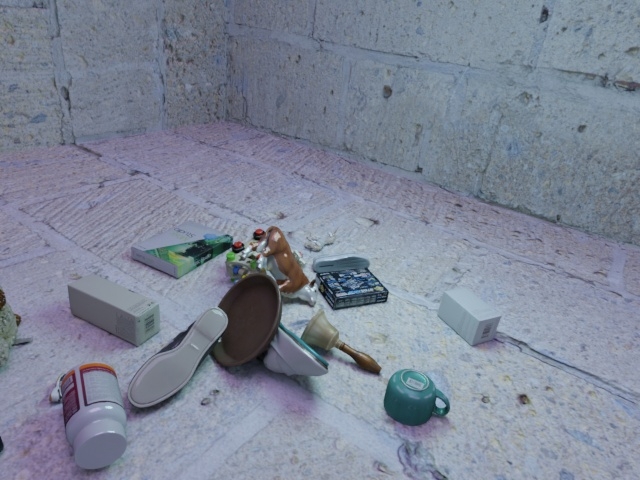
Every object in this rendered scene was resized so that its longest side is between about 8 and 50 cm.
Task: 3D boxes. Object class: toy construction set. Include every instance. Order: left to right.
[{"bbox_3d":[-0.210,0.069,1.685,0.215,0.151,0.327,29,33,36],"label":"toy construction set"}]

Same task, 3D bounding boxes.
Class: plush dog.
[{"bbox_3d":[-0.884,0.180,1.202,0.262,0.226,0.211,14,27,13],"label":"plush dog"}]

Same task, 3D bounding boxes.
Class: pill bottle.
[{"bbox_3d":[-0.501,0.381,1.024,0.121,0.121,0.221,-9,31,-29],"label":"pill bottle"}]

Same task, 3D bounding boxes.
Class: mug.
[{"bbox_3d":[0.250,0.399,1.213,0.157,0.098,0.129,-4,29,-21],"label":"mug"}]

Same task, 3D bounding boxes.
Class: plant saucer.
[{"bbox_3d":[-0.209,0.225,1.316,0.041,0.278,0.278,37,3,-41],"label":"plant saucer"}]

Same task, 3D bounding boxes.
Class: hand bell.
[{"bbox_3d":[0.071,0.318,1.357,0.241,0.126,0.126,31,33,16],"label":"hand bell"}]

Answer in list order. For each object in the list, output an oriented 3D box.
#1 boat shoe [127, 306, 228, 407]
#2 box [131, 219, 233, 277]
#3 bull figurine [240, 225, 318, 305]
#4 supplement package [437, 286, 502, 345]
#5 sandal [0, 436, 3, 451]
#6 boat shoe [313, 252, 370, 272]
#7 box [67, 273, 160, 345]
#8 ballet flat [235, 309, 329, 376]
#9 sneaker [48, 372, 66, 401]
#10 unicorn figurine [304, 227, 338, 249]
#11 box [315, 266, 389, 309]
[{"bbox_3d":[-0.371,0.314,1.225,0.112,0.095,0.335,43,48,-1],"label":"boat shoe"},{"bbox_3d":[-0.529,0.024,1.796,0.232,0.059,0.322,19,29,21],"label":"box"},{"bbox_3d":[-0.130,0.109,1.559,0.188,0.311,0.101,-36,13,-38],"label":"bull figurine"},{"bbox_3d":[0.500,0.252,1.565,0.105,0.105,0.179,-7,31,-27],"label":"supplement package"},{"bbox_3d":[-0.788,0.404,0.975,0.254,0.055,0.097,16,28,16],"label":"sandal"},{"bbox_3d":[0.080,0.077,1.824,0.226,0.083,0.076,1,28,-11],"label":"boat shoe"},{"bbox_3d":[-0.611,0.200,1.367,0.274,0.113,0.094,20,28,20],"label":"box"},{"bbox_3d":[-0.129,0.294,1.312,0.139,0.139,0.400,-12,29,-34],"label":"ballet flat"},{"bbox_3d":[-0.634,0.363,1.134,0.036,0.032,0.083,15,29,-17],"label":"sneaker"},{"bbox_3d":[0.000,0.000,1.997,0.111,0.060,0.162,15,44,14],"label":"unicorn figurine"},{"bbox_3d":[0.112,0.170,1.684,0.220,0.051,0.175,-5,29,-24],"label":"box"}]
